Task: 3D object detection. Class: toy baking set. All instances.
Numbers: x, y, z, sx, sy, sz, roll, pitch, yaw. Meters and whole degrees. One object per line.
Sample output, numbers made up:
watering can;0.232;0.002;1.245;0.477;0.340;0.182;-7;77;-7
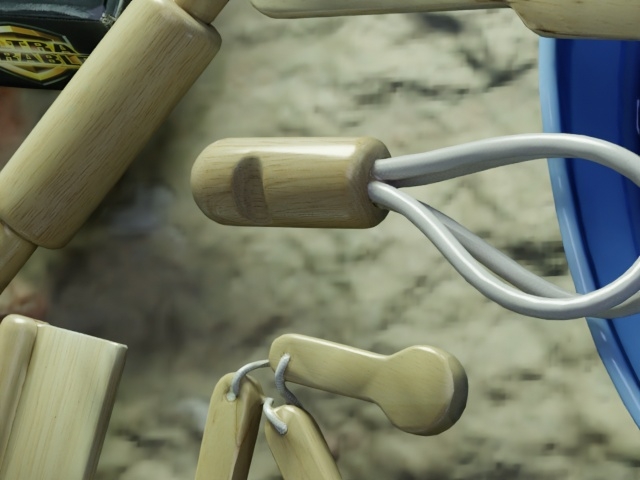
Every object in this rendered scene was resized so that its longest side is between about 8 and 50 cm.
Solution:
toy baking set;-0.005;-0.003;0.519;0.197;0.030;0.256;41;100;31

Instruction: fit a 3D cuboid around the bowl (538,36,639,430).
bowl;0.252;-0.051;0.472;0.391;0.077;0.391;-7;70;20

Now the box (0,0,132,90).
box;-0.149;-0.142;0.641;0.220;0.051;0.175;5;66;13
